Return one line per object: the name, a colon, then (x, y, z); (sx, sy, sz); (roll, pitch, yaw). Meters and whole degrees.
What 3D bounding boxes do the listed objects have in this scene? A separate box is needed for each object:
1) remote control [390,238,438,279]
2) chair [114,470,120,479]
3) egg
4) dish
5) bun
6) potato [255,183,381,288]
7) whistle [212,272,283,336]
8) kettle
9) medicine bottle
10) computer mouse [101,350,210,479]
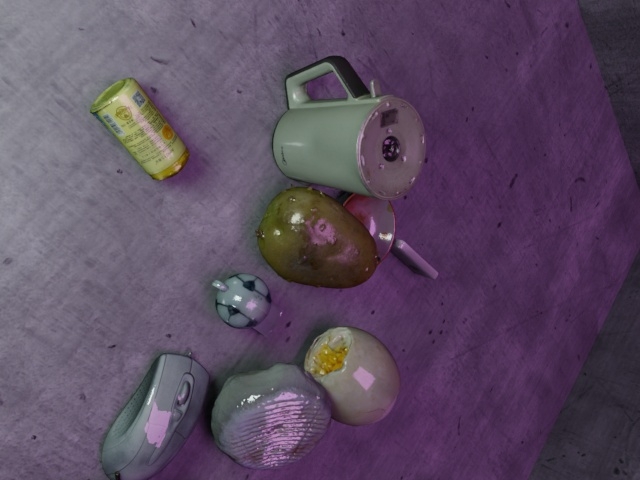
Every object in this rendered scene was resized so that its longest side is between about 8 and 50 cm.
remote control: (0.310, 0.061, 2.066); (0.250, 0.103, 0.034); (39, 76, -38)
chair: (-0.521, 0.712, 1.436); (0.141, 0.154, 0.260); (-9, 119, -22)
egg: (0.111, 0.433, 1.850); (0.336, 0.278, 0.278); (49, 67, -30)
dish: (0.121, -0.038, 1.895); (0.260, 0.085, 0.260); (-8, 103, -38)
bun: (-0.141, 0.489, 1.690); (0.354, 0.194, 0.355); (-10, 125, -15)
potato: (-0.007, 0.016, 1.672); (0.359, 0.219, 0.270); (35, 111, -24)
whistle: (-0.187, 0.180, 1.627); (0.289, 0.163, 0.164); (40, 73, -38)
kettle: (0.050, -0.302, 1.582); (0.250, 0.376, 0.361); (-28, 116, -33)
medicine bottle: (-0.405, -0.248, 1.377); (0.124, 0.124, 0.239); (-51, 128, -21)
computer mouse: (-0.406, 0.457, 1.526); (0.188, 0.121, 0.371); (39, 70, -39)
